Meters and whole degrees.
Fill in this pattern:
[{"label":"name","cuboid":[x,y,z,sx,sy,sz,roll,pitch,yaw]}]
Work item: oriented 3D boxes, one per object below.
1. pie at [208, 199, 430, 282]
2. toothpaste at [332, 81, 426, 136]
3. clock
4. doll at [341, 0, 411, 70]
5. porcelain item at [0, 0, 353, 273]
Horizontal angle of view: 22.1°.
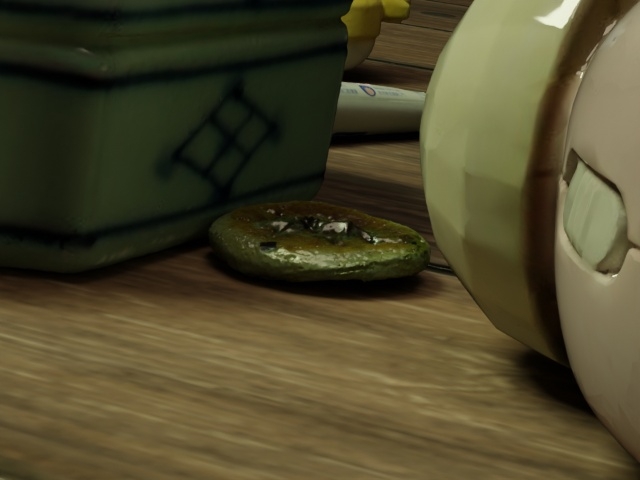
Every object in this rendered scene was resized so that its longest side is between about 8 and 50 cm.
[{"label":"pie","cuboid":[0.000,0.000,0.612,0.084,0.021,0.084,6,13,-1]},{"label":"toothpaste","cuboid":[0.039,-0.074,0.923,0.052,0.033,0.218,19,16,40]},{"label":"clock","cuboid":[0.211,-0.003,0.436,0.342,0.184,0.326,10,8,-8]},{"label":"doll","cuboid":[-0.061,-0.153,1.086,0.291,0.086,0.117,-9,25,-42]},{"label":"porcelain item","cuboid":[-0.149,-0.098,0.671,0.281,0.157,0.286,15,16,27]}]
